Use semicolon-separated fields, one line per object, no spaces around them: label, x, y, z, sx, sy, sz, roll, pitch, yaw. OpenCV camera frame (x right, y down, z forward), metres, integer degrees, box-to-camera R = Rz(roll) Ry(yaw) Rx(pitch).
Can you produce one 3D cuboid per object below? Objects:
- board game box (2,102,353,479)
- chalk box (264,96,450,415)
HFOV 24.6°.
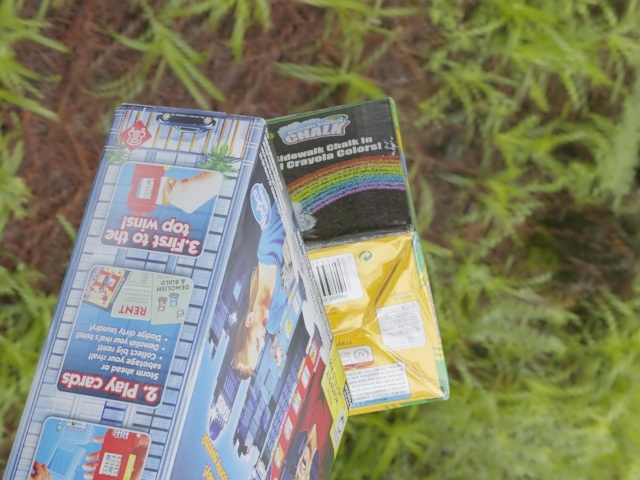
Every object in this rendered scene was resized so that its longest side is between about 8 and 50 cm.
board game box;-0.054;0.087;0.531;0.194;0.060;0.194;74;30;-51
chalk box;0.000;0.000;1.290;0.289;0.180;0.179;-93;171;-58
